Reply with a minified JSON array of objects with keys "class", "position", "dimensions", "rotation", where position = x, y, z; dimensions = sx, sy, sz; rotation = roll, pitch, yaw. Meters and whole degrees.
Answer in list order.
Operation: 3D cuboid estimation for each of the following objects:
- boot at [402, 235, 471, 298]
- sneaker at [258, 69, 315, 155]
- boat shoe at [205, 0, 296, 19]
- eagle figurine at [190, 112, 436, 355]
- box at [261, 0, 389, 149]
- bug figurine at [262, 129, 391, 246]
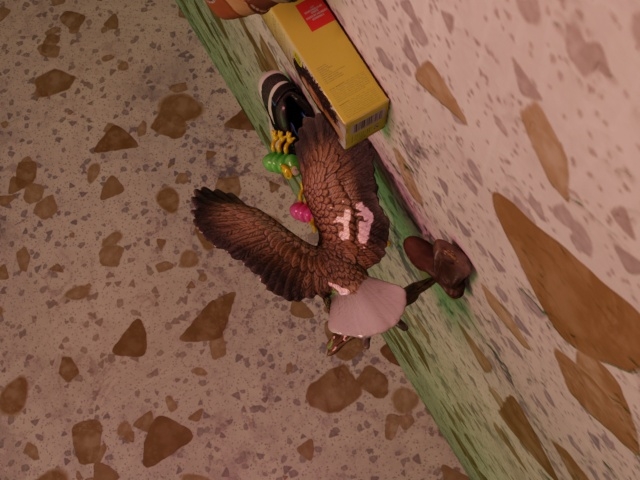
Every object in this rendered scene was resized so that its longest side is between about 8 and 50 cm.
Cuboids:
[{"class":"boot","position":[0.136,0.016,0.833],"dimensions":[0.106,0.037,0.114],"rotation":[44,174,20]},{"class":"sneaker","position":[-0.045,-0.195,1.281],"dimensions":[0.121,0.079,0.217],"rotation":[55,174,46]},{"class":"boat shoe","position":[-0.130,-0.345,0.622],"dimensions":[0.324,0.120,0.122],"rotation":[61,-146,-17]},{"class":"eagle figurine","position":[-0.007,0.003,0.942],"dimensions":[0.298,0.225,0.226],"rotation":[60,-145,-10]},{"class":"box","position":[-0.009,-0.220,0.780],"dimensions":[0.232,0.058,0.087],"rotation":[60,176,12]},{"class":"bug figurine","position":[0.003,-0.081,1.215],"dimensions":[0.216,0.072,0.279],"rotation":[16,147,43]}]
